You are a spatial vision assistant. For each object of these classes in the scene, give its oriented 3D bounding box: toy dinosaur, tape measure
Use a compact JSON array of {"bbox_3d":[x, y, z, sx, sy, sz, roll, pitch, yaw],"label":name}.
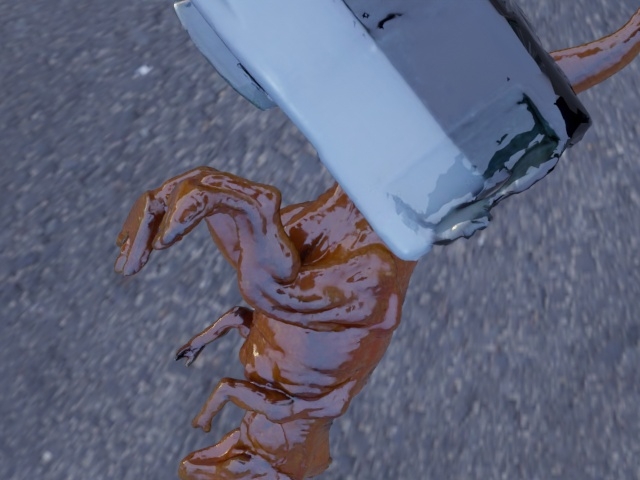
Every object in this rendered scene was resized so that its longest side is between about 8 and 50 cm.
[{"bbox_3d":[0.000,0.000,0.953,0.208,0.097,0.432,22,119,-27],"label":"toy dinosaur"},{"bbox_3d":[0.000,-0.103,0.603,0.107,0.181,0.182,-38,107,10],"label":"tape measure"}]
